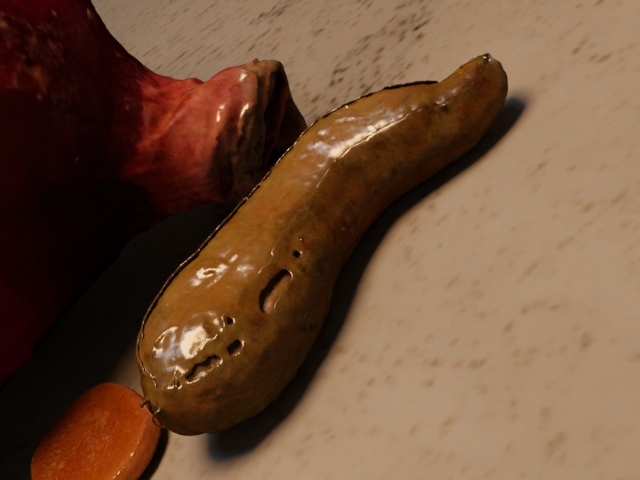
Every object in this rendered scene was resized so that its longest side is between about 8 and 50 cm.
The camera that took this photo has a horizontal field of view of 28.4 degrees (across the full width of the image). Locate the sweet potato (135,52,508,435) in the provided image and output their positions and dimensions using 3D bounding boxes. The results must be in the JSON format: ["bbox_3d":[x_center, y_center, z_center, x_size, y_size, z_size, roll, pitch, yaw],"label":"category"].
[{"bbox_3d":[-0.003,-0.003,0.589,0.081,0.062,0.233,24,65,43],"label":"sweet potato"}]

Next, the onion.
[{"bbox_3d":[-0.198,-0.056,0.686,0.385,0.347,0.347,-2,33,-4],"label":"onion"}]

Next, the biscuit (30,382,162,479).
[{"bbox_3d":[-0.113,0.107,0.620,0.078,0.015,0.091,-50,29,-9],"label":"biscuit"}]
